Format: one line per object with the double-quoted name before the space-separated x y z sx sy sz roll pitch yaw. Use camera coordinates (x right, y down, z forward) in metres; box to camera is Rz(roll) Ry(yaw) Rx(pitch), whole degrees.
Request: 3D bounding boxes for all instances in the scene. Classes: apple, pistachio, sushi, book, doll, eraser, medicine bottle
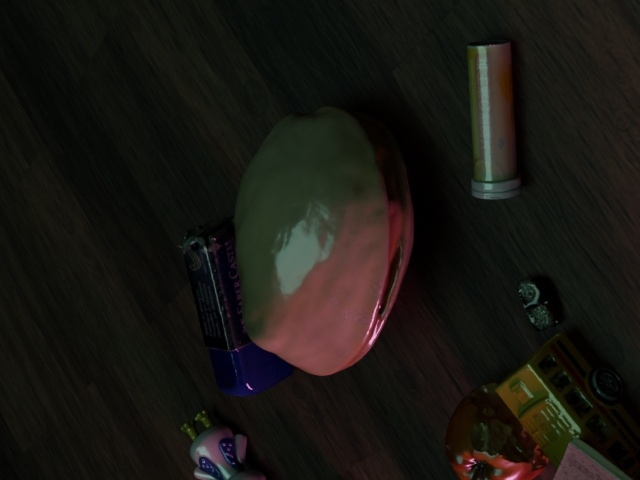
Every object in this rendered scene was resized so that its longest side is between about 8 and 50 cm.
"apple" 0.268 0.306 1.598 0.156 0.158 0.147 49 150 4
"pistachio" 0.000 0.000 1.678 0.365 0.281 0.445 31 115 47
"sushi" 0.328 0.090 1.538 0.046 0.044 0.083 -24 92 28
"book" 0.380 0.373 1.443 0.138 0.016 0.198 37 141 27
"doll" -0.189 0.493 2.211 0.293 0.138 0.119 52 178 19
"eraser" -0.156 0.123 1.969 0.102 0.155 0.332 2 109 45
"medicine bottle" 0.243 -0.171 1.472 0.074 0.074 0.218 10 114 44

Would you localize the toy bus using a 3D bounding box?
"toy bus" 0.402 0.298 1.483 0.335 0.123 0.121 53 140 13
